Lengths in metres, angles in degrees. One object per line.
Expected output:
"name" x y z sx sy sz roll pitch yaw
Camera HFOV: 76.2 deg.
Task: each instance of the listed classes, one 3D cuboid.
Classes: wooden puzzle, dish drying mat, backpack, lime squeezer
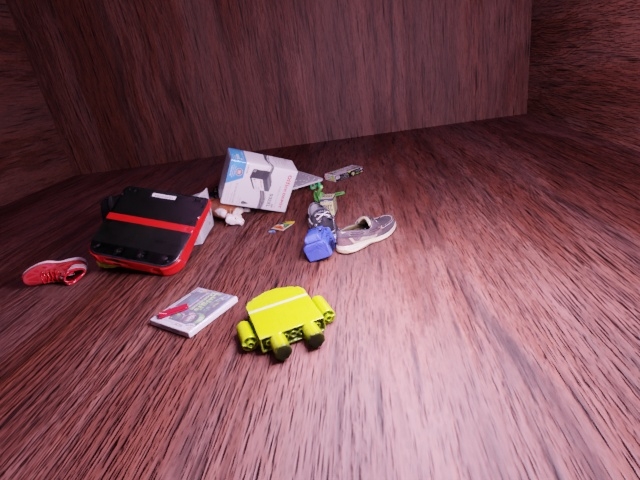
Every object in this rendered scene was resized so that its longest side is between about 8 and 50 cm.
"wooden puzzle" -0.165 -0.062 1.744 0.079 0.014 0.116 3 26 26
"dish drying mat" -0.427 0.203 1.185 0.083 0.008 0.032 -19 24 -19
"backpack" 0.000 0.000 1.410 0.098 0.101 0.120 -13 24 20
"lime squeezer" 0.017 -0.208 1.908 0.110 0.058 0.310 -7 -2 21

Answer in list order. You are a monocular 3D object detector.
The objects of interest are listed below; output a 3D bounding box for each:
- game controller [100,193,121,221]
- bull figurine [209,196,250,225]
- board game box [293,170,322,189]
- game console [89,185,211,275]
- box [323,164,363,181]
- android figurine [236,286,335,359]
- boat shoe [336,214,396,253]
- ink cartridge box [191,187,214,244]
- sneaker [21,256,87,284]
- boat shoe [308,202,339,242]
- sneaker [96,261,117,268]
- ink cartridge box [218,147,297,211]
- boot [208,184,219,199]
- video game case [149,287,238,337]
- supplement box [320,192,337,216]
"game controller" -0.939 -0.108 1.929 0.167 0.067 0.319 -15 52 -20
"bull figurine" -0.439 -0.150 1.944 0.311 0.101 0.189 18 28 37
"board game box" -0.243 -0.304 2.282 0.390 0.050 0.390 -20 26 -25
"game console" -0.650 -0.047 1.563 0.387 0.060 0.341 10 58 11
"box" 0.134 -0.390 2.356 0.207 0.036 0.114 -23 27 -28
"android figurine" -0.095 0.201 1.059 0.249 0.056 0.273 -17 25 -18
"boat shoe" 0.168 -0.043 1.474 0.285 0.092 0.103 -26 30 -31
"ink cartridge box" -0.525 -0.109 1.769 0.066 0.188 0.232 -6 23 -4
"sneaker" -1.002 0.126 1.537 0.221 0.086 0.128 -21 25 -23
"boat shoe" 0.008 -0.076 1.598 0.108 0.102 0.301 -12 24 -5
"sneaker" -0.742 0.024 1.624 0.296 0.123 0.109 -16 24 -17
"ink cartridge box" -0.286 -0.268 1.856 0.308 0.223 0.129 7 32 -25
"boot" -0.602 -0.229 2.205 0.179 0.085 0.236 -21 26 -19
"video game case" -0.369 0.204 1.197 0.173 0.022 0.190 7 28 33
"supplement box" 0.037 -0.155 1.791 0.056 0.083 0.083 -4 24 13
